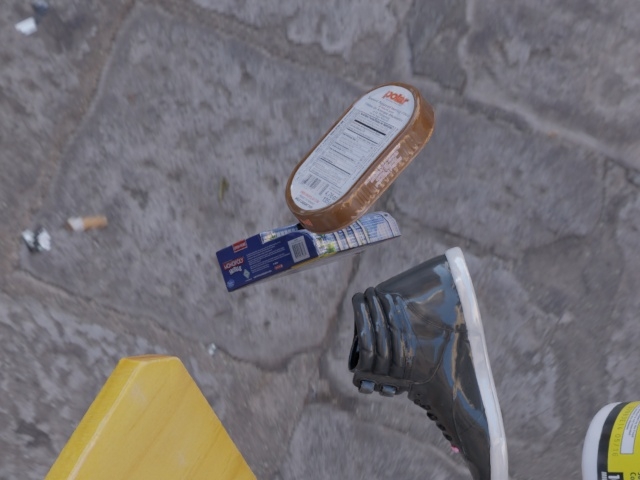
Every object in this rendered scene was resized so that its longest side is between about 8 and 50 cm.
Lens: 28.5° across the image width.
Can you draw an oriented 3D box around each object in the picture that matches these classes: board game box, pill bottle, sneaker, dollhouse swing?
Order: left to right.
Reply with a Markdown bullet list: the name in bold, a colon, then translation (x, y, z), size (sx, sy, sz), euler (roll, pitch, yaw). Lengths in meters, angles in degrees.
- **dollhouse swing**: translation (-0.272, 0.302, 1.224), size (0.315, 0.347, 0.305), euler (-6, 45, 21)
- **board game box**: translation (0.000, 0.000, 1.628), size (0.194, 0.194, 0.060), euler (-15, 86, -42)
- **sneaker**: translation (0.112, 0.158, 1.341), size (0.147, 0.104, 0.296), euler (-14, 110, 4)
- **pill bottle**: translation (0.527, 0.299, 1.633), size (0.334, 0.188, 0.188), euler (-9, 69, 40)

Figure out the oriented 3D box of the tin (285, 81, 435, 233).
- **tin**: translation (0.041, -0.089, 1.328), size (0.190, 0.040, 0.106), euler (-49, 44, -7)
